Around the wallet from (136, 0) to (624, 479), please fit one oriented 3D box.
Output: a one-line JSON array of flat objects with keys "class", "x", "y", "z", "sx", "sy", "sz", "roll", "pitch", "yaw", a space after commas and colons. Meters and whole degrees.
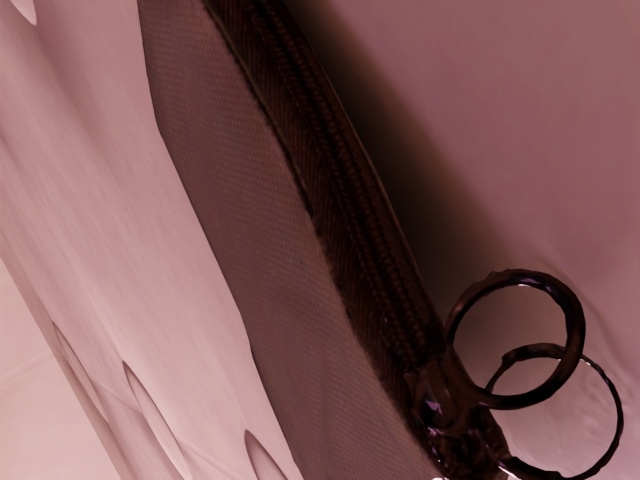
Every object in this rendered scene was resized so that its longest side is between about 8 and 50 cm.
[{"class": "wallet", "x": -0.003, "y": 0.000, "z": 0.707, "sx": 0.335, "sy": 0.068, "sz": 0.275, "roll": 61, "pitch": 163, "yaw": 24}]
